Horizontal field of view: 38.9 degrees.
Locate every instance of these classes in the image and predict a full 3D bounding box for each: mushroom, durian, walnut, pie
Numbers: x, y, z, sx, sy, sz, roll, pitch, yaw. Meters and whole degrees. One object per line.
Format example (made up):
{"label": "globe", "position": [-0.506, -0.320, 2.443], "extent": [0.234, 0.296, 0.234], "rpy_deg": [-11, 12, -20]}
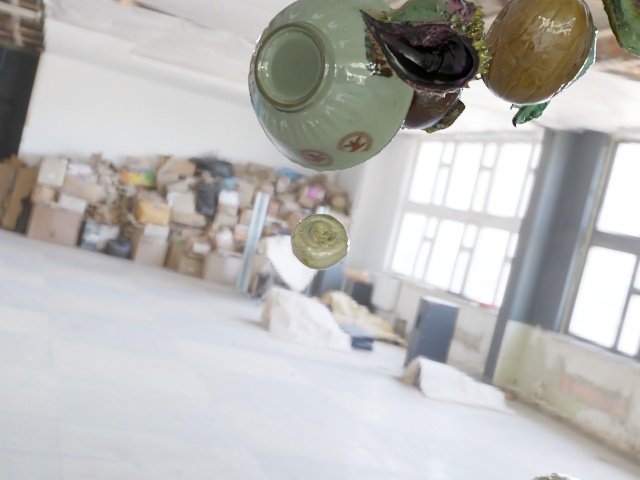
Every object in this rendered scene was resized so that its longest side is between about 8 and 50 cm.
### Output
{"label": "mushroom", "position": [0.000, 0.000, 1.262], "extent": [0.083, 0.083, 0.067], "rpy_deg": [14, -32, 0]}
{"label": "durian", "position": [0.159, -0.257, 1.153], "extent": [0.187, 0.108, 0.119], "rpy_deg": [17, -40, 40]}
{"label": "walnut", "position": [0.346, -0.312, 1.451], "extent": [0.167, 0.207, 0.167], "rpy_deg": [27, 25, -14]}
{"label": "pie", "position": [0.535, -0.331, 1.373], "extent": [0.240, 0.240, 0.054], "rpy_deg": [13, -34, -14]}

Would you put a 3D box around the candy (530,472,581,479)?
{"label": "candy", "position": [0.322, 0.466, 1.246], "extent": [0.185, 0.295, 0.295], "rpy_deg": [-17, -18, 37]}

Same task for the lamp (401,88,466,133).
{"label": "lamp", "position": [0.203, -0.266, 1.654], "extent": [0.135, 0.156, 0.157], "rpy_deg": [40, -7, -7]}

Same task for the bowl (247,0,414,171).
{"label": "bowl", "position": [-0.016, -0.292, 1.583], "extent": [0.337, 0.337, 0.157], "rpy_deg": [15, 7, 29]}

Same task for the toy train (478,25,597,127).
{"label": "toy train", "position": [0.453, -0.374, 1.877], "extent": [0.167, 0.238, 0.299], "rpy_deg": [55, 9, 15]}
